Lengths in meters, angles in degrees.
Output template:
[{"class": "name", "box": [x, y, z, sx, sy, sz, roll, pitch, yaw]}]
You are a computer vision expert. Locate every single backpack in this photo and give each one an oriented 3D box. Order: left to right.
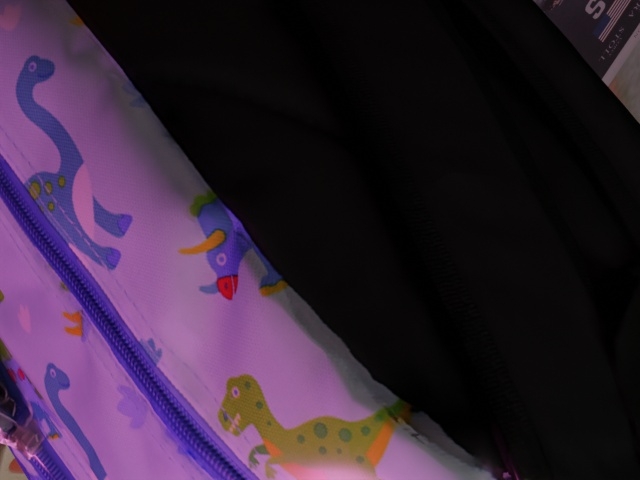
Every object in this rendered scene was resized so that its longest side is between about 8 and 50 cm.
[{"class": "backpack", "box": [0.000, 0.000, 0.503, 0.290, 0.355, 0.273, -4, 125, -50]}]

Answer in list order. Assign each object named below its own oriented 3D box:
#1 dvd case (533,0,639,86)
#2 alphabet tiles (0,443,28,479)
[{"class": "dvd case", "box": [0.162, -0.195, 0.808, 0.179, 0.029, 0.239, -57, 146, 9]}, {"class": "alphabet tiles", "box": [-0.055, 0.054, 0.794, 0.278, 0.021, 0.284, -10, 130, -45]}]
